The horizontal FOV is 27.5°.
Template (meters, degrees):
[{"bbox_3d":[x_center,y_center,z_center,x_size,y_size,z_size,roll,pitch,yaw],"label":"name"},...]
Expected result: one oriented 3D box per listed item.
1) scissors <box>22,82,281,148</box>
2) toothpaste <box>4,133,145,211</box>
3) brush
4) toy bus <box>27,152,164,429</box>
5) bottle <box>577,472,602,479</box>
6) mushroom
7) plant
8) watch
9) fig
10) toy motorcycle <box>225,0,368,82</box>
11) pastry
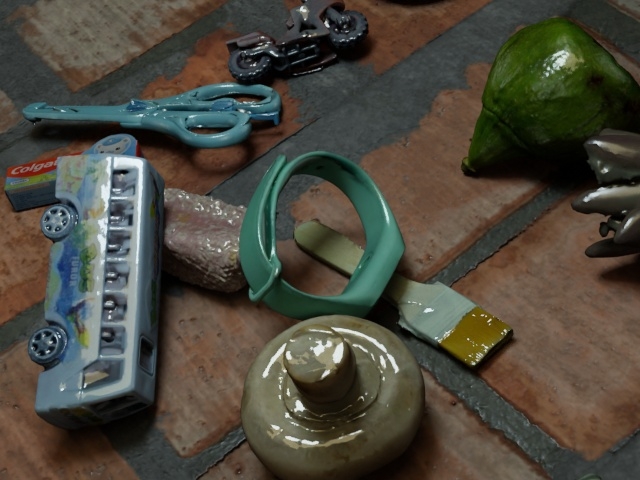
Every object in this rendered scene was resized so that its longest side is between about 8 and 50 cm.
[{"bbox_3d":[-0.246,-0.184,1.869,0.393,0.032,0.180,3,30,16],"label":"scissors"},{"bbox_3d":[-0.345,-0.098,1.849,0.193,0.044,0.070,-12,43,5],"label":"toothpaste"},{"bbox_3d":[0.087,0.055,1.610,0.085,0.020,0.336,-41,51,-20],"label":"brush"},{"bbox_3d":[-0.266,0.059,1.586,0.136,0.109,0.329,-4,69,11],"label":"toy bus"},{"bbox_3d":[0.328,0.364,1.132,0.229,0.229,0.351,-31,55,-12],"label":"bottle"},{"bbox_3d":[-0.001,0.165,1.428,0.206,0.209,0.206,-27,44,28],"label":"mushroom"},{"bbox_3d":[0.454,-0.043,1.486,0.321,0.181,0.194,5,57,17],"label":"plant"},{"bbox_3d":[0.000,0.000,1.547,0.195,0.068,0.237,38,49,-9],"label":"watch"},{"bbox_3d":[0.275,-0.154,1.651,0.235,0.203,0.203,-43,48,10],"label":"fig"},{"bbox_3d":[-0.039,-0.300,1.914,0.212,0.084,0.118,-19,55,0],"label":"toy motorcycle"},{"bbox_3d":[-0.155,-0.001,1.672,0.265,0.112,0.103,10,54,37],"label":"pastry"}]
